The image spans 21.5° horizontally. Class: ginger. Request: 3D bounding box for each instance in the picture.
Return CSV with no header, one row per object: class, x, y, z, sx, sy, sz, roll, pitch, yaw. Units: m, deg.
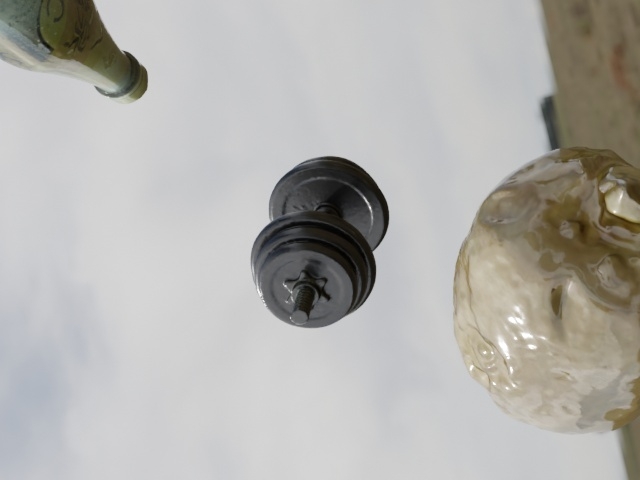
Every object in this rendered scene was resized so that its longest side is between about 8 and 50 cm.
ginger,0.150,0.034,0.953,0.138,0.152,0.267,46,177,20

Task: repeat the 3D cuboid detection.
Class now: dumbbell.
dumbbell,0.000,0.000,1.313,0.208,0.099,0.099,-74,-31,-56

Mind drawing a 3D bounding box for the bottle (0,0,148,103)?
bottle,-0.193,-0.153,1.190,0.269,0.083,0.083,39,-142,-64
